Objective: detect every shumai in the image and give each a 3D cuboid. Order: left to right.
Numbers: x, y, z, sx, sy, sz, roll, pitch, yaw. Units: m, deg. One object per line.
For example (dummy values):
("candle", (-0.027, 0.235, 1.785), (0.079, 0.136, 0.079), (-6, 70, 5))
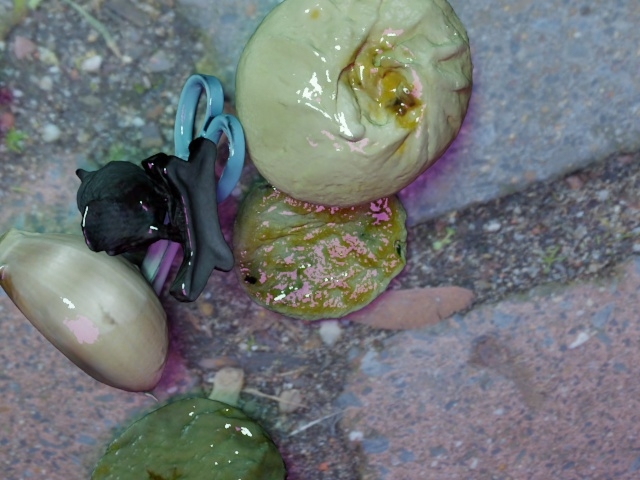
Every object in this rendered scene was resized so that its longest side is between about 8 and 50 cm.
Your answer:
("shumai", (-0.136, 0.319, 0.965), (0.256, 0.189, 0.218), (-40, 136, -2))

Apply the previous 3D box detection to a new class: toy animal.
("toy animal", (-0.176, -0.015, 0.729), (0.117, 0.210, 0.121), (-26, 109, -40))

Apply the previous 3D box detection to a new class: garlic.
("garlic", (-0.207, 0.094, 0.831), (0.129, 0.148, 0.266), (-31, 118, -3))

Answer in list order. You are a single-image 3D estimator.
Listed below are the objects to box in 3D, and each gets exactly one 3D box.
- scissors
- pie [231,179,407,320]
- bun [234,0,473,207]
("scissors", (-0.133, -0.029, 0.797), (0.030, 0.125, 0.256), (1, 134, -32))
("pie", (0.000, 0.000, 0.855), (0.187, 0.041, 0.186), (-3, 119, -5))
("bun", (0.037, -0.125, 0.724), (0.223, 0.127, 0.222), (-6, 112, -14))
